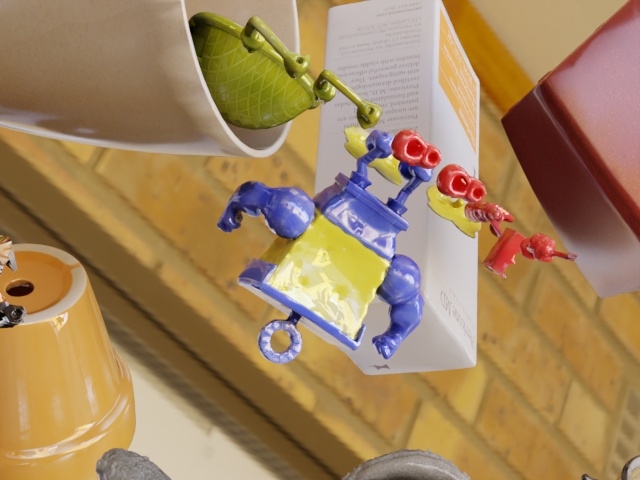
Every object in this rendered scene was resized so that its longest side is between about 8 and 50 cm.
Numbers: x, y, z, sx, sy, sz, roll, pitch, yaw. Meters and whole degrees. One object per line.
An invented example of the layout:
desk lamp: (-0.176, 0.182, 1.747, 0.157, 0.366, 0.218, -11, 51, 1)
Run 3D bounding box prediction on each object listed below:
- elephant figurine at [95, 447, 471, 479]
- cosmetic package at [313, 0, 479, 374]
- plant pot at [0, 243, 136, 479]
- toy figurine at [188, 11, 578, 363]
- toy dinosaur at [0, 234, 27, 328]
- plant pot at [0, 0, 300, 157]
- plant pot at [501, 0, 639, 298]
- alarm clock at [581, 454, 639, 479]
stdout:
elephant figurine: (0.019, 0.186, 0.673, 0.186, 0.169, 0.239, 47, 6, -41)
cosmetic package: (0.105, -0.076, 1.685, 0.162, 0.453, 0.230, -6, -29, 20)
plant pot: (-0.284, 0.114, 1.237, 0.205, 0.205, 0.187, 15, -53, 14)
toy figurine: (0.000, 0.000, 1.054, 0.363, 0.217, 0.191, 34, -1, -21)
toy dinosaur: (-0.321, 0.004, 0.930, 0.218, 0.164, 0.322, 40, -39, -17)
plant pot: (-0.188, -0.184, 1.082, 0.274, 0.256, 0.256, -5, -40, 19)
plant pot: (0.350, -0.119, 1.367, 0.235, 0.267, 0.267, 47, -7, 1)
alarm clock: (0.307, 0.249, 1.035, 0.192, 0.129, 0.064, 40, -58, 36)
